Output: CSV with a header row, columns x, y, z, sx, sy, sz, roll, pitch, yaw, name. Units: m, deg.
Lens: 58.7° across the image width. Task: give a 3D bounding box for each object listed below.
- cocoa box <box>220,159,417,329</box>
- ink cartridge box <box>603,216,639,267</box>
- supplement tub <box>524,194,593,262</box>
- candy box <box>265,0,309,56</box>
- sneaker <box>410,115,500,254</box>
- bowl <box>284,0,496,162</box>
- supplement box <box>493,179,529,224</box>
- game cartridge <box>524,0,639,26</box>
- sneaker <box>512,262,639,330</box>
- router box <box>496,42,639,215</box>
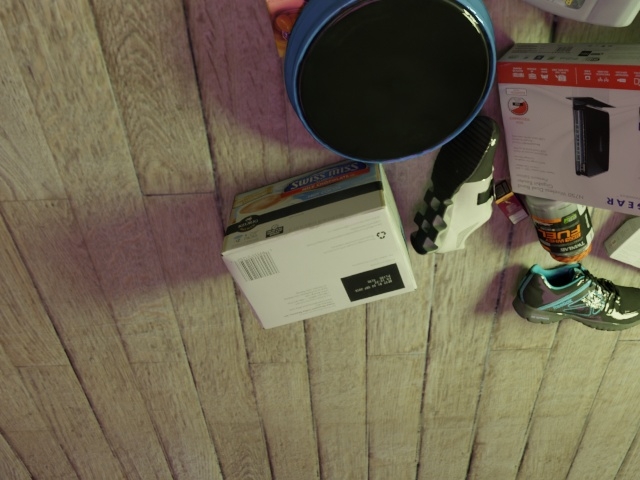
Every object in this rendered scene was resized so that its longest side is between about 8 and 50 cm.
x,y,z,sx,sy,sz,roll,pitch,yaw,name
0.000,0.000,1.221,0.347,0.228,0.231,-16,125,12,cocoa box
0.805,-0.022,1.298,0.189,0.066,0.232,18,130,-12,ink cartridge box
0.531,-0.047,1.256,0.117,0.117,0.190,-22,124,16,supplement tub
0.004,-0.405,1.023,0.186,0.053,0.109,-8,128,7,candy box
0.317,-0.112,1.223,0.146,0.122,0.331,2,129,-24,sneaker
0.128,-0.301,1.042,0.391,0.077,0.391,-3,138,-3,bowl
0.421,-0.084,1.266,0.043,0.055,0.083,-33,121,23,supplement box
0.385,-0.463,0.886,0.294,0.060,0.196,32,142,13,game cartridge
0.655,0.133,1.391,0.340,0.125,0.140,1,123,-3,sneaker
0.507,-0.201,1.036,0.335,0.082,0.301,18,141,42,router box
